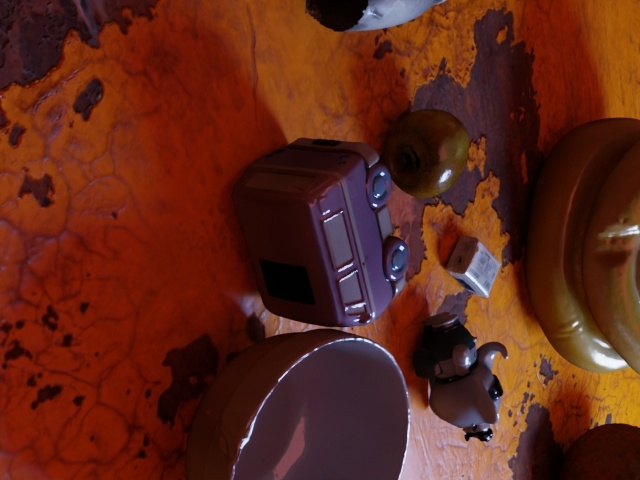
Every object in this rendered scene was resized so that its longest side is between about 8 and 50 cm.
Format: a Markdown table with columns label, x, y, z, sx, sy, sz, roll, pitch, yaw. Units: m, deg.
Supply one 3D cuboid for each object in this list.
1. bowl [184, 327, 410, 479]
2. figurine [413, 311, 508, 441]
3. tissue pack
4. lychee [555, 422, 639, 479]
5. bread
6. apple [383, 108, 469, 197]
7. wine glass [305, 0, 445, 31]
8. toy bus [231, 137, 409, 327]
| label | x | y | z | sx | sy | sz | roll | pitch | yaw |
| --- | --- | --- | --- | --- | --- | --- | --- | --- | --- |
| bowl | -0.042 | 0.227 | 1.075 | 0.287 | 0.144 | 0.286 | -17 | 114 | -45 |
| figurine | 0.203 | 0.197 | 1.368 | 0.126 | 0.147 | 0.192 | -20 | 96 | -25 |
| tissue pack | 0.225 | 0.038 | 1.411 | 0.083 | 0.042 | 0.062 | 40 | 71 | -46 |
| lychee | 0.553 | 0.454 | 1.733 | 0.255 | 0.300 | 0.255 | 38 | 31 | -28 |
| bread | 0.509 | 0.013 | 1.574 | 0.329 | 0.245 | 0.423 | -15 | 107 | -46 |
| apple | 0.141 | -0.112 | 1.236 | 0.102 | 0.099 | 0.114 | -22 | 112 | -47 |
| wine glass | 0.076 | -0.301 | 1.101 | 0.204 | 0.111 | 0.111 | -30 | 121 | -43 |
| toy bus | 0.000 | 0.000 | 1.075 | 0.142 | 0.142 | 0.202 | -41 | 127 | -42 |
